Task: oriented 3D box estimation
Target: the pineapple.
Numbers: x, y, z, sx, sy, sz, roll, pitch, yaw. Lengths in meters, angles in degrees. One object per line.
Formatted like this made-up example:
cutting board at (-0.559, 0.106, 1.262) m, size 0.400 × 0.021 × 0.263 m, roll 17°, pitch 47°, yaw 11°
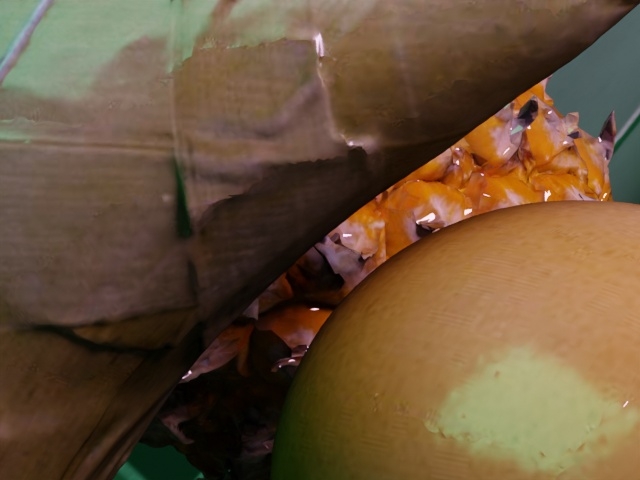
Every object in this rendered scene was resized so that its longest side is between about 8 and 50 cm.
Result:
pineapple at (0.001, 0.002, 1.069) m, size 0.352 × 0.300 × 0.352 m, roll -28°, pitch 40°, yaw 26°

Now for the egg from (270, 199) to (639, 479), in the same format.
egg at (0.123, 0.109, 0.775) m, size 0.322 × 0.250 × 0.250 m, roll 5°, pitch 57°, yaw 51°

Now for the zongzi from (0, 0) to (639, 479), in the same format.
zongzi at (-0.073, 0.023, 0.807) m, size 0.392 × 0.174 × 0.356 m, roll 12°, pitch 88°, yaw 30°
